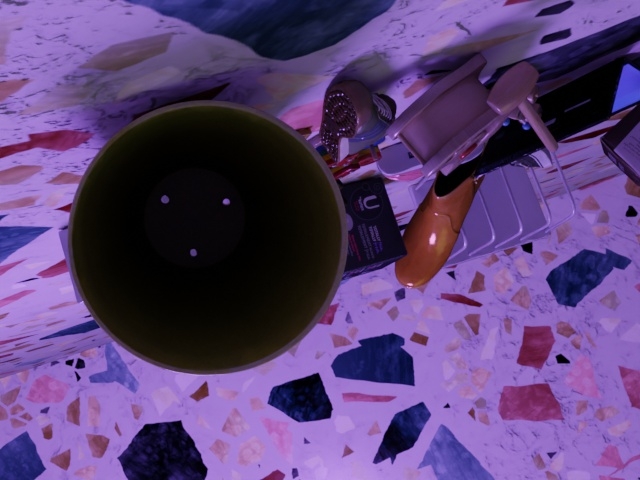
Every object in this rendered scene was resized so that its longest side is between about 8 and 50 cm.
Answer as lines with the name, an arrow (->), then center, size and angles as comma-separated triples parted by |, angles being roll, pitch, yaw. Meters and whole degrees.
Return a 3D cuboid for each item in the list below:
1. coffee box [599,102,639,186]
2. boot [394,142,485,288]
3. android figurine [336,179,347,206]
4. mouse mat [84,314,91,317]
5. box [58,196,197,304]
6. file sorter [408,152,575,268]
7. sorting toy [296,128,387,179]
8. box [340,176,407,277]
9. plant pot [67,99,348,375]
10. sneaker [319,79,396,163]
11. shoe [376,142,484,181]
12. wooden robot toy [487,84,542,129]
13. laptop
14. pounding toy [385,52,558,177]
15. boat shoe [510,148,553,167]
coffee box -> 0.566, -0.202, 1.247 | 0.297, 0.119, 0.168 | -44, 166, 13
boot -> 0.215, -0.053, 1.573 | 0.295, 0.104, 0.211 | -60, 166, -3
android figurine -> -0.071, -0.002, 1.389 | 0.273, 0.056, 0.248 | -42, -161, 12
mouse mat -> -0.270, 0.089, 1.334 | 0.153, 0.007, 0.190 | -12, 171, -38
box -> -0.266, 0.017, 1.301 | 0.181, 0.119, 0.182 | -19, 172, 12
file sorter -> 0.366, -0.082, 1.795 | 0.278, 0.192, 0.173 | -16, 169, -16
sorting toy -> 0.025, -0.124, 1.227 | 0.275, 0.046, 0.132 | -10, 169, -45
box -> 0.000, 0.000, 1.616 | 0.271, 0.165, 0.143 | -15, 172, -19
plant pot -> -0.133, -0.014, 0.977 | 0.275, 0.274, 0.293 | -17, -172, -9
sneaker -> 0.053, -0.157, 1.027 | 0.086, 0.064, 0.192 | -29, 172, -12
shoe -> 0.182, -0.143, 1.416 | 0.178, 0.063, 0.081 | -13, 175, 7
wooden robot toy -> 0.260, -0.204, 1.211 | 0.079, 0.076, 0.173 | 19, -168, 29
laptop -> 0.402, -0.174, 1.345 | 0.234, 0.136, 0.264 | -25, -155, 42
pounding toy -> 0.185, -0.121, 1.056 | 0.154, 0.155, 0.269 | -40, 174, -4
boat shoe -> 0.381, -0.176, 1.598 | 0.070, 0.077, 0.219 | -22, 164, 25
